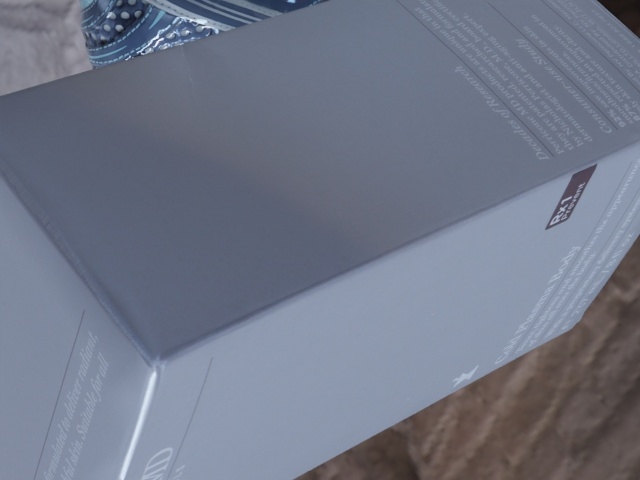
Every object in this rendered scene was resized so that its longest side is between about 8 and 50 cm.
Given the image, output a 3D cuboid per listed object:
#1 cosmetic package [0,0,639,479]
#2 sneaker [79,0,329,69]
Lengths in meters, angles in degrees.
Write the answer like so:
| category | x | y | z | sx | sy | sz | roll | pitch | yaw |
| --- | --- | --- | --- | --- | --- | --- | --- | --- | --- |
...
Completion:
| category | x | y | z | sx | sy | sz | roll | pitch | yaw |
| --- | --- | --- | --- | --- | --- | --- | --- | --- | --- |
| cosmetic package | 0.000 | 0.000 | 0.460 | 0.238 | 0.107 | 0.127 | -27 | 153 | -36 |
| sneaker | 0.019 | -0.118 | 0.663 | 0.283 | 0.110 | 0.122 | -9 | 117 | -20 |
